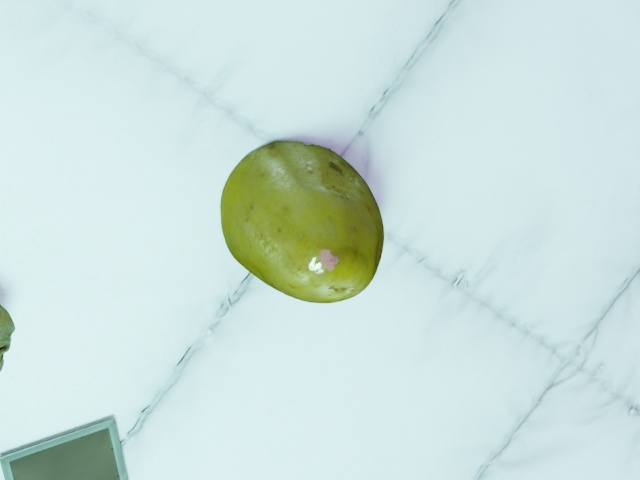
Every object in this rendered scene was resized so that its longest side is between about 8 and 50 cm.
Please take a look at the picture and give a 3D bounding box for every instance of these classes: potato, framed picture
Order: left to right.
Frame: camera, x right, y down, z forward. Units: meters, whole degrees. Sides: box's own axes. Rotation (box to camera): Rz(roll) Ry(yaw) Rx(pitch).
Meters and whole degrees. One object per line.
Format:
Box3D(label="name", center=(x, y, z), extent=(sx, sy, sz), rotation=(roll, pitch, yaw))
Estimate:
Box3D(label="framed picture", center=(-0.298, 0.307, 1.770), extent=(0.142, 0.011, 0.183), rotation=(-18, 121, -18))
Box3D(label="potato", center=(0.000, 0.000, 1.686), extent=(0.178, 0.158, 0.203), rotation=(-39, 129, -3))

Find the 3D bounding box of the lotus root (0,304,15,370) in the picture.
Box3D(label="lotus root", center=(-0.422, 0.104, 1.561), extent=(0.192, 0.088, 0.113), rotation=(4, 119, -28))
